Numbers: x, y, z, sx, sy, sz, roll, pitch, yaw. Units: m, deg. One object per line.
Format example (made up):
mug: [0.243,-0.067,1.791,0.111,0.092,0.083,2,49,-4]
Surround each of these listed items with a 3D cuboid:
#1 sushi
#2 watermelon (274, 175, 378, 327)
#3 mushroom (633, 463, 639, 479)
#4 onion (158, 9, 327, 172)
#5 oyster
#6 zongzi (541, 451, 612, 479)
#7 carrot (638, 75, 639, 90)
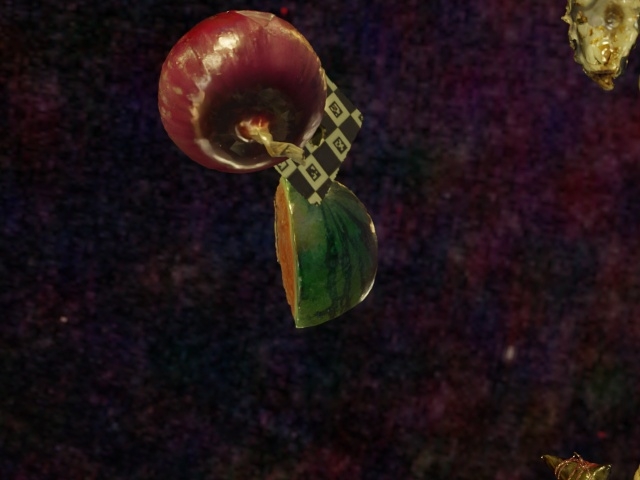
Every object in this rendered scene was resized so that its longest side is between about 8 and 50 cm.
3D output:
sushi: [-0.044,-0.161,1.798,0.193,0.040,0.210,46,44,-16]
watermelon: [0.019,0.002,1.931,0.146,0.128,0.231,-5,103,-14]
mushroom: [0.542,0.285,1.797,0.407,0.154,0.138,-23,88,-59]
onion: [-0.081,-0.151,1.379,0.153,0.177,0.177,-72,156,-55]
oyster: [0.330,-0.254,1.584,0.051,0.103,0.148,-162,-106,-81]
zongzi: [0.288,0.269,1.531,0.067,0.073,0.083,-62,177,1]
carrot: [0.636,-0.236,1.978,0.358,0.074,0.074,-3,105,-20]
